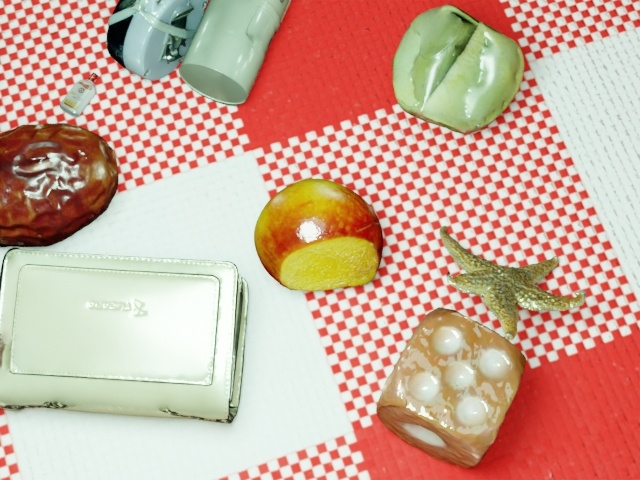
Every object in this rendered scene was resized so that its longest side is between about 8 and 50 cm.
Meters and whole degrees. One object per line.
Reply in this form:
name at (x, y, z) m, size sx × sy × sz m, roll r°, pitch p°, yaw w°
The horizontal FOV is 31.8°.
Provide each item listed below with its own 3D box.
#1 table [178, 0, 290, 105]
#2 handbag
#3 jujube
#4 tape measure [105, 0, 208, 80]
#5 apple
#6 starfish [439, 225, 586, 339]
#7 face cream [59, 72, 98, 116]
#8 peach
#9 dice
table at (-0.140, -0.353, 1.887) m, size 0.126 × 0.126 × 0.220 m, roll 20°, pitch 72°, yaw 7°
handbag at (-0.297, 0.148, 1.697) m, size 0.358 × 0.160 × 0.237 m, roll 4°, pitch 76°, yaw 2°
jujube at (-0.460, -0.082, 1.760) m, size 0.290 × 0.197 × 0.197 m, roll -16°, pitch 71°, yaw 10°
tape measure at (-0.269, -0.358, 1.862) m, size 0.107 × 0.181 × 0.182 m, roll 30°, pitch 40°, yaw 14°
apple at (0.221, -0.275, 1.838) m, size 0.207 × 0.174 × 0.188 m, roll 28°, pitch 99°, yaw 4°
starfish at (0.287, 0.060, 1.736) m, size 0.231 × 0.048 × 0.295 m, roll 0°, pitch 29°, yaw -21°
face cream at (-0.405, -0.250, 1.906) m, size 0.040 × 0.021 × 0.083 m, roll 29°, pitch 73°, yaw 9°
peach at (0.000, 0.000, 1.735) m, size 0.192 × 0.190 × 0.190 m, roll 43°, pitch 76°, yaw 14°
dice at (0.193, 0.218, 1.664) m, size 0.174 × 0.174 × 0.179 m, roll 25°, pitch 68°, yaw 10°
